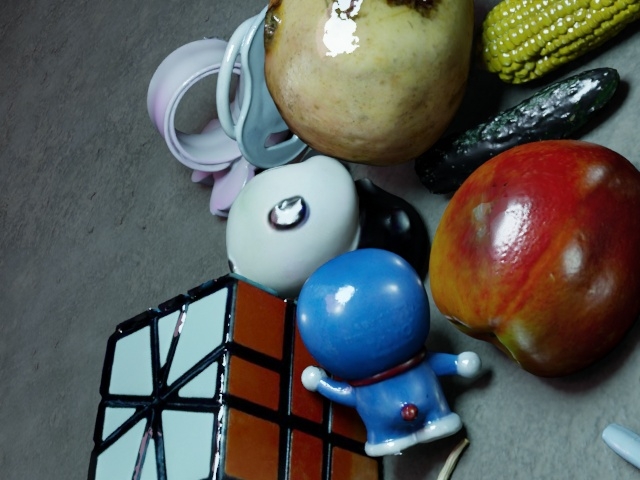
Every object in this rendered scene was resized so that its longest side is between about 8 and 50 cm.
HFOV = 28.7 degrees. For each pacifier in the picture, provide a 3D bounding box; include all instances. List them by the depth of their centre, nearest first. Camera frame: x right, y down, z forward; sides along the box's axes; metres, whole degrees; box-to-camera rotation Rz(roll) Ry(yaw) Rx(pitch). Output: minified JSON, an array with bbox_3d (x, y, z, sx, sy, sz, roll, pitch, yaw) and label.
[{"bbox_3d":[-0.031,-0.221,1.855,0.207,0.227,0.279,23,121,31],"label":"pacifier"}]

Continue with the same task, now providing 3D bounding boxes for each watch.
[{"bbox_3d":[-0.183,-0.199,2.036,0.248,0.217,0.211,-53,38,14],"label":"watch"}]

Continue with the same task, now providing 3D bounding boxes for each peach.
[{"bbox_3d":[0.257,0.003,1.420,0.248,0.245,0.275,25,79,26],"label":"peach"}]

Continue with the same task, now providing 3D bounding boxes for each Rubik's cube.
[{"bbox_3d":[-0.107,0.245,1.631,0.288,0.283,0.294,-23,49,43],"label":"Rubik's cube"}]

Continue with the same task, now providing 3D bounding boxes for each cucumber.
[{"bbox_3d":[0.251,-0.138,1.593,0.303,0.072,0.081,-24,52,41],"label":"cucumber"}]

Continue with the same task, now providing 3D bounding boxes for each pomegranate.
[{"bbox_3d":[0.064,-0.258,1.625,0.322,0.322,0.322,-28,50,39],"label":"pomegranate"}]

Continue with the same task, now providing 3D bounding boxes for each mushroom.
[{"bbox_3d":[0.105,0.363,1.527,0.028,0.026,0.286,31,92,37],"label":"mushroom"}]

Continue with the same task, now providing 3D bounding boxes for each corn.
[{"bbox_3d":[0.320,-0.290,1.566,0.321,0.119,0.119,-26,51,37],"label":"corn"}]

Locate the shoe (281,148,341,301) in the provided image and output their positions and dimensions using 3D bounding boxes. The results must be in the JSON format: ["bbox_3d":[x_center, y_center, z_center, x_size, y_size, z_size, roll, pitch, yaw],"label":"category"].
[{"bbox_3d":[-0.064,-0.014,1.850,0.114,0.137,0.291,5,71,51],"label":"shoe"}]

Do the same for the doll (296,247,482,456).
[{"bbox_3d":[0.077,0.133,1.519,0.215,0.257,0.161,-19,9,1],"label":"doll"}]

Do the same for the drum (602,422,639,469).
[{"bbox_3d":[0.385,0.234,1.233,0.130,0.049,0.253,-52,39,17],"label":"drum"}]

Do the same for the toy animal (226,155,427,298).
[{"bbox_3d":[-0.002,-0.008,1.672,0.212,0.266,0.213,-35,43,40],"label":"toy animal"}]
